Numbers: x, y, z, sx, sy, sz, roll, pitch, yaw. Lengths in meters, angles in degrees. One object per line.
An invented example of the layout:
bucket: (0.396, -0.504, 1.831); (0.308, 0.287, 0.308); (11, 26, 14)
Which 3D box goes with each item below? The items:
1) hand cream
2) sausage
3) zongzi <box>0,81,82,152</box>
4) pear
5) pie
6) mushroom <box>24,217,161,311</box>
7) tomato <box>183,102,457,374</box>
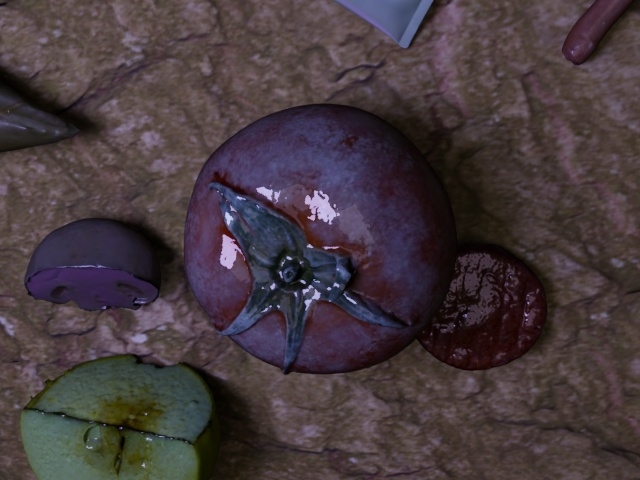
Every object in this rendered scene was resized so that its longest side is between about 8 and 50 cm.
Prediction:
hand cream: (0.032, -0.312, 0.829); (0.205, 0.050, 0.078); (28, 129, -1)
sausage: (0.347, -0.283, 0.783); (0.043, 0.043, 0.186); (39, 109, -2)
zongzi: (-0.565, -0.114, 0.934); (0.393, 0.174, 0.356); (31, 113, -6)
pear: (-0.270, 0.320, 1.009); (0.293, 0.159, 0.292); (4, 107, 13)
pie: (0.207, 0.091, 0.913); (0.183, 0.049, 0.182); (2, 107, 7)
mushroom: (-0.309, 0.029, 0.954); (0.188, 0.141, 0.117); (2, 72, 8)
tomato: (0.000, 0.000, 0.800); (0.317, 0.282, 0.316); (4, 109, 12)
